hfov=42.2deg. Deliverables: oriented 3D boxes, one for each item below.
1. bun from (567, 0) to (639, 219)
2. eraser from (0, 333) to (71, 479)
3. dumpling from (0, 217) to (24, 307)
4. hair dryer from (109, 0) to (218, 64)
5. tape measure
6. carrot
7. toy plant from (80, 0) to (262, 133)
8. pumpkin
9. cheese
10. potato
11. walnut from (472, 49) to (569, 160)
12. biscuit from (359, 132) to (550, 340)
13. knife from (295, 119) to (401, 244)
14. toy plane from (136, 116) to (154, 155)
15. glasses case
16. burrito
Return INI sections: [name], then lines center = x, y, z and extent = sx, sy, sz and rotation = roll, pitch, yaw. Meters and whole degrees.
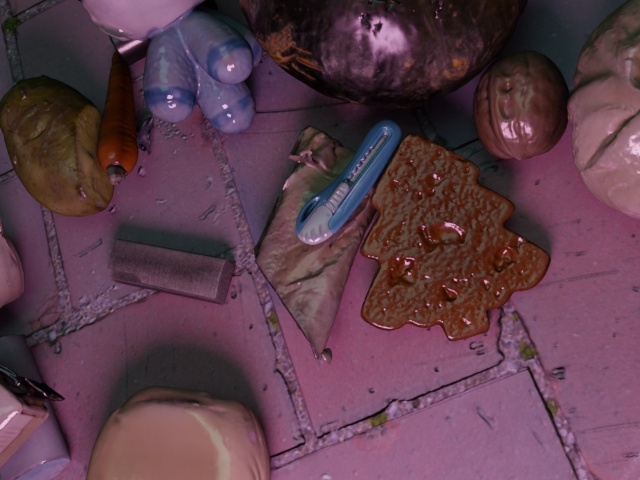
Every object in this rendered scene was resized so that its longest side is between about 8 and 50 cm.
[bun]
center = 0.505, -0.193, 1.080
extent = 0.364, 0.219, 0.365
rotation = -3, 75, 13
[eraser]
center = -0.505, 0.286, 1.311
extent = 0.174, 0.081, 0.227
rotation = -34, 64, 5
[dumpling]
center = -0.556, 0.048, 1.397
extent = 0.118, 0.136, 0.199
rotation = 10, 94, -14
[hair dryer]
center = -0.306, -0.460, 1.531
extent = 0.195, 0.078, 0.248
rotation = -27, 59, 5
[tape measure]
center = -0.547, 0.248, 1.227
extent = 0.231, 0.133, 0.271
rotation = 43, 86, 18
[carrot]
center = -0.347, -0.220, 1.438
extent = 0.069, 0.069, 0.336
rotation = -17, 50, 11
[toy plant]
center = -0.211, -0.321, 1.345
extent = 0.247, 0.247, 0.332
rotation = -33, 104, 4
[pumpkin]
center = 0.092, -0.412, 1.226
extent = 0.454, 0.344, 0.455
rotation = -5, 70, 13
[cheese]
center = -0.201, 0.331, 1.171
extent = 0.265, 0.127, 0.233
rotation = 6, 73, 21
[potato]
center = -0.446, -0.160, 1.427
extent = 0.176, 0.141, 0.298
rotation = -40, 70, 15
[walnut]
center = 0.289, -0.195, 1.201
extent = 0.140, 0.140, 0.162
rotation = -7, 84, 16
[biscuit]
center = 0.174, -0.009, 1.178
extent = 0.278, 0.043, 0.302
rotation = -12, 85, 3
[knife]
center = 0.042, -0.085, 1.193
extent = 0.064, 0.031, 0.222
rotation = 35, 81, 18
[toy plane]
center = -0.314, -0.179, 1.446
extent = 0.078, 0.031, 0.083
rotation = 31, 83, 25
[glasses case]
center = -0.242, 0.048, 1.331
extent = 0.204, 0.047, 0.071
rotation = 10, 75, 20
[burrito]
center = -0.011, -0.001, 1.244
extent = 0.175, 0.107, 0.348
rotation = 10, 75, 29
